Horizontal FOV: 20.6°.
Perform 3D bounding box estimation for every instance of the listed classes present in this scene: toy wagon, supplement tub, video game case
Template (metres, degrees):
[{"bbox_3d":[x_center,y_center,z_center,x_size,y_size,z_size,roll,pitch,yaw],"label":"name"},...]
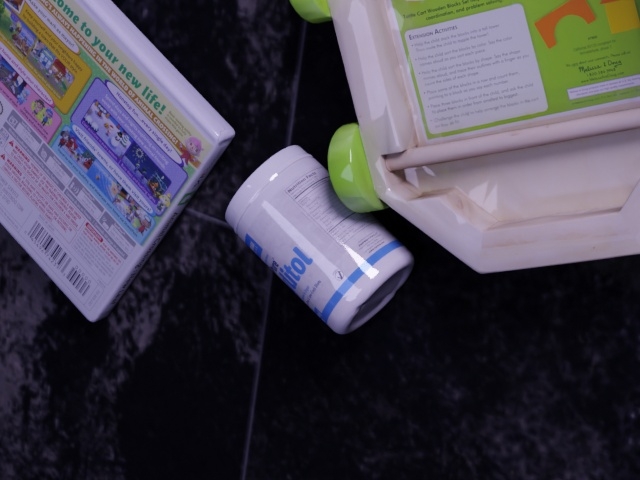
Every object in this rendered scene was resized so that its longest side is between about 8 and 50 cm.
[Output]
[{"bbox_3d":[0.106,-0.156,0.990,0.267,0.068,0.344,-8,100,34],"label":"toy wagon"},{"bbox_3d":[0.000,0.000,1.106,0.107,0.071,0.071,44,124,14],"label":"supplement tub"},{"bbox_3d":[-0.178,-0.080,1.225,0.212,0.023,0.193,47,124,13],"label":"video game case"}]
